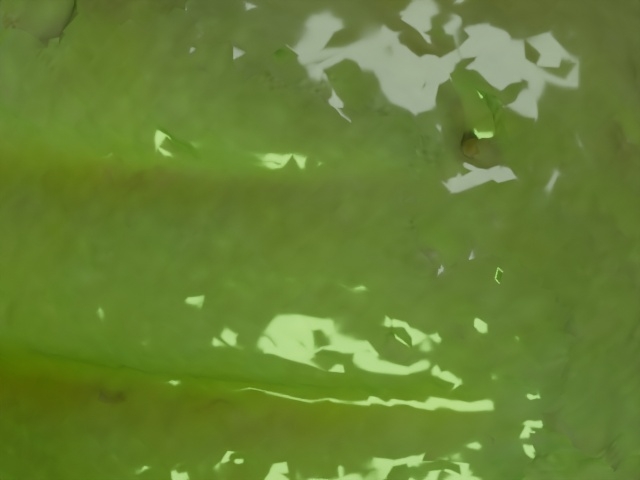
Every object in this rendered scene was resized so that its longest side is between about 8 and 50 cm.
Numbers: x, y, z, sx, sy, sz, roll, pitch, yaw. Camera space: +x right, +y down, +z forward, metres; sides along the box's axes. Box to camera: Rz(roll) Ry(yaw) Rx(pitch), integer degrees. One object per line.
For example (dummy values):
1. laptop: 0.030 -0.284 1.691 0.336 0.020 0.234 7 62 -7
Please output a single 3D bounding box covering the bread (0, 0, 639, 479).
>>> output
1. bread: -0.004 0.007 0.614 0.320 0.321 0.237 20 43 7
